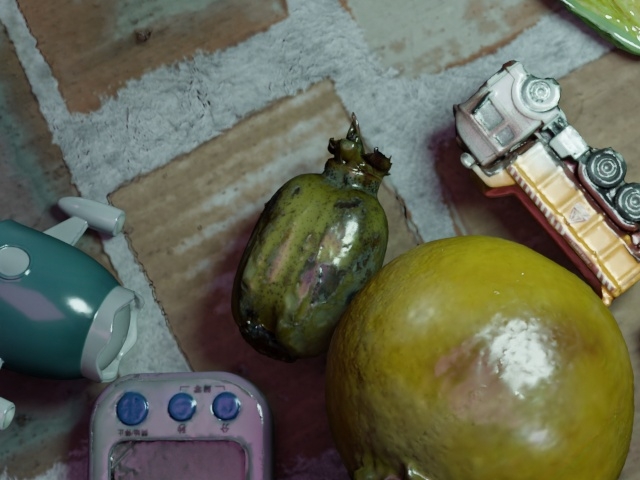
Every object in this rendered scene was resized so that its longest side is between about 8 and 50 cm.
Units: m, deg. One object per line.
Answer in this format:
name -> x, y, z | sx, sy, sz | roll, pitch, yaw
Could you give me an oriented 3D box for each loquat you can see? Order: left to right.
loquat -> 0.143, 0.174, 1.712 | 0.328, 0.328, 0.359 | 43, 60, 10

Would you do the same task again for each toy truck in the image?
toy truck -> 0.254, -0.059, 1.837 | 0.135, 0.114, 0.270 | -39, 82, -1

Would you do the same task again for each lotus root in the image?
lotus root -> 0.001, 0.001, 1.852 | 0.154, 0.154, 0.278 | 22, 88, 10

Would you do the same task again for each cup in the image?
cup -> -0.294, 0.079, 1.879 | 0.173, 0.167, 0.300 | 21, 59, 11

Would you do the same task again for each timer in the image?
timer -> -0.154, 0.241, 1.892 | 0.208, 0.069, 0.191 | -1, 83, 8

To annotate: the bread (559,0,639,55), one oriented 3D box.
bread -> 0.375, -0.350, 1.876 | 0.301, 0.045, 0.301 | 0, 86, 6
